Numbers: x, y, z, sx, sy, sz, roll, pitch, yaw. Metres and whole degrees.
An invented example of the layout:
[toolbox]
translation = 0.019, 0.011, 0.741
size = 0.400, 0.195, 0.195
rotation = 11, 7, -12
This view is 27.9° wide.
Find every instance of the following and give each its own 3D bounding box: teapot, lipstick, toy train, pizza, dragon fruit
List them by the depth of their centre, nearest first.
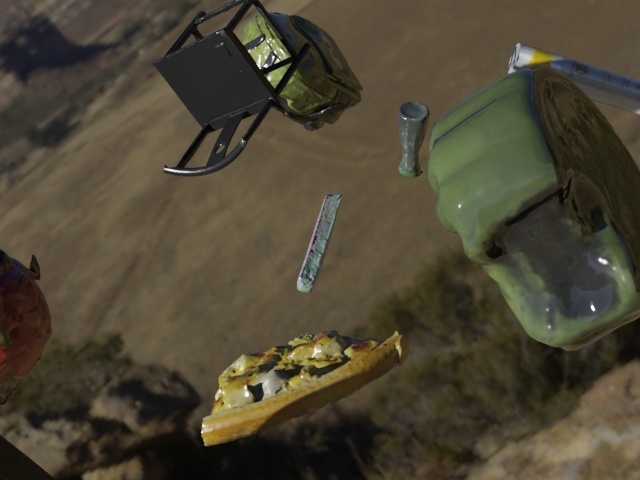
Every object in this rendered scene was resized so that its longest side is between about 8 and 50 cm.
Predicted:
[toy train]
translation = -0.361, 0.279, 1.521
size = 0.042, 0.209, 0.044
rotation = 5, 59, 27
[teapot]
translation = 0.124, -0.133, 1.749
size = 0.042, 0.111, 0.043
rotation = 0, 43, 0
[pizza]
translation = -0.041, 0.192, 1.847
size = 0.323, 0.089, 0.223
rotation = -21, 12, -16
[dragon fruit]
translation = -0.547, 0.136, 2.045
size = 0.244, 0.299, 0.244
rotation = 0, 38, 0
[lipstick]
translation = 0.457, -0.276, 2.224
size = 0.059, 0.263, 0.059
rotation = -163, 90, -85

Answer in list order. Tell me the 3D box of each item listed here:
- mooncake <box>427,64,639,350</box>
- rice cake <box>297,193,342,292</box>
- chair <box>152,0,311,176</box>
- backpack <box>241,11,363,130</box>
[mooncake]
translation = 0.282, -0.045, 1.615
size = 0.187, 0.351, 0.351
rotation = -33, 15, 29
[rice cake]
translation = 0.000, 0.000, 2.239
size = 0.033, 0.033, 0.208
rotation = 114, 174, -58
[chair]
translation = -0.141, -0.224, 1.808
size = 0.154, 0.141, 0.260
rotation = -18, 30, 37
[backpack]
translation = -0.046, -0.310, 2.311
size = 0.140, 0.207, 0.253
rotation = -39, -22, 19
